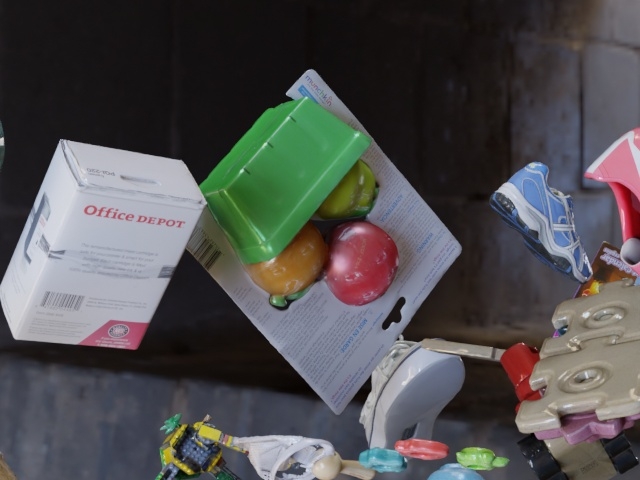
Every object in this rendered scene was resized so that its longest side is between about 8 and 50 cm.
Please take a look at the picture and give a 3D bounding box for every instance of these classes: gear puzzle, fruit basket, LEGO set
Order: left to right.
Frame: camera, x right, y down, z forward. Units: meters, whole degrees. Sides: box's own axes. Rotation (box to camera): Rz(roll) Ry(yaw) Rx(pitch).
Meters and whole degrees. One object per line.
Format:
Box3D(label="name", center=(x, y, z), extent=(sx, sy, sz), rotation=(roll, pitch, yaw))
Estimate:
Box3D(label="LEGO set", center=(-0.090, 0.354, 1.617), extent=(0.331, 0.192, 0.255), rotation=(47, 65, -1))
Box3D(label="fruit basket", center=(0.000, 0.000, 1.934), extent=(0.353, 0.165, 0.327), rotation=(51, 61, -25))
Box3D(label="gear puzzle", center=(0.291, 0.054, 0.847), extent=(0.044, 0.339, 0.175), rotation=(67, 26, -18))

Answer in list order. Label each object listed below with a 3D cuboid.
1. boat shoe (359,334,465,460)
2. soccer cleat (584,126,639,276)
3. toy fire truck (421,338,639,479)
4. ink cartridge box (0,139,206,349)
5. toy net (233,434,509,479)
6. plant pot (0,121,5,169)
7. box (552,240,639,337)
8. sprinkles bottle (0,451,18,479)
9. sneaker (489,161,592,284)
Box3D(label="boat shoe", center=(0.119, 0.211, 2.197), extent=(0.136, 0.156, 0.367), rotation=(-21, 154, -15))
Box3D(label="soccer cleat", center=(0.362, 0.035, 1.417), extent=(0.116, 0.108, 0.318), rotation=(-28, 105, -10))
Box3D(label="toy fire truck", center=(0.262, 0.202, 1.808), extent=(0.246, 0.158, 0.217), rotation=(61, 6, 30))
Box3D(label="ink cartridge box", center=(-0.246, 0.008, 1.596), extent=(0.159, 0.092, 0.218), rotation=(8, 125, -34))
Box3D(label="toy net", center=(0.038, 0.199, 1.225), extent=(0.122, 0.232, 0.045), rotation=(96, 0, -69))
Box3D(label="plant pot", center=(-0.479, -0.094, 1.602), extent=(0.196, 0.293, 0.293), rotation=(-42, 125, -56))
Box3D(label="box", center=(0.527, 0.155, 2.231), extent=(0.201, 0.293, 0.057), rotation=(-61, 167, -12))
Box3D(label="sprinkles bottle", center=(-0.293, 0.149, 0.995), extent=(0.355, 0.121, 0.121), rotation=(50, 36, 14))
Box3D(label="sneaker", center=(0.305, -0.017, 1.855), extent=(0.081, 0.080, 0.211), rotation=(-50, 130, -8))
